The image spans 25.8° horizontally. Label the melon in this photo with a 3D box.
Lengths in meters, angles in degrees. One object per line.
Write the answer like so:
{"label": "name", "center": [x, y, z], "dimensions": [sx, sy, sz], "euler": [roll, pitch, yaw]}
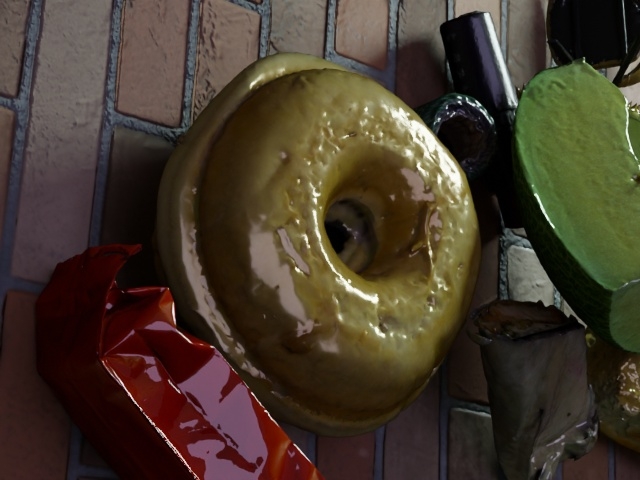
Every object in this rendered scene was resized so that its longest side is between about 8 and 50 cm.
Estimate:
{"label": "melon", "center": [0.356, -0.049, 1.776], "dimensions": [0.331, 0.226, 0.343], "euler": [14, 35, -50]}

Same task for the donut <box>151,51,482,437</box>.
{"label": "donut", "center": [0.000, 0.000, 1.577], "dimensions": [0.449, 0.198, 0.449], "euler": [16, 65, -38]}

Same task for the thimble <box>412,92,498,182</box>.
{"label": "thimble", "center": [0.158, -0.124, 1.810], "dimensions": [0.135, 0.090, 0.118], "euler": [-35, 95, -36]}

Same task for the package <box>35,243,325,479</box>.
{"label": "package", "center": [-0.137, 0.198, 1.429], "dimensions": [0.123, 0.196, 0.423], "euler": [-43, 103, -31]}

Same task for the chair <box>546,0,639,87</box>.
{"label": "chair", "center": [0.414, -0.317, 2.021], "dimensions": [0.247, 0.172, 0.159], "euler": [54, 34, -70]}

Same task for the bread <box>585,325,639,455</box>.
{"label": "bread", "center": [0.455, 0.209, 1.909], "dimensions": [0.245, 0.121, 0.174], "euler": [29, 68, -28]}

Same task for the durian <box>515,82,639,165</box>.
{"label": "durian", "center": [0.374, -0.155, 1.974], "dimensions": [0.252, 0.144, 0.139], "euler": [10, 92, -39]}

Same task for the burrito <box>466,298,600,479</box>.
{"label": "burrito", "center": [0.267, 0.173, 1.719], "dimensions": [0.175, 0.107, 0.348], "euler": [-54, 139, -32]}

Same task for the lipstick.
{"label": "lipstick", "center": [0.234, -0.162, 1.883], "dimensions": [0.081, 0.081, 0.299], "euler": [-18, 91, -38]}
